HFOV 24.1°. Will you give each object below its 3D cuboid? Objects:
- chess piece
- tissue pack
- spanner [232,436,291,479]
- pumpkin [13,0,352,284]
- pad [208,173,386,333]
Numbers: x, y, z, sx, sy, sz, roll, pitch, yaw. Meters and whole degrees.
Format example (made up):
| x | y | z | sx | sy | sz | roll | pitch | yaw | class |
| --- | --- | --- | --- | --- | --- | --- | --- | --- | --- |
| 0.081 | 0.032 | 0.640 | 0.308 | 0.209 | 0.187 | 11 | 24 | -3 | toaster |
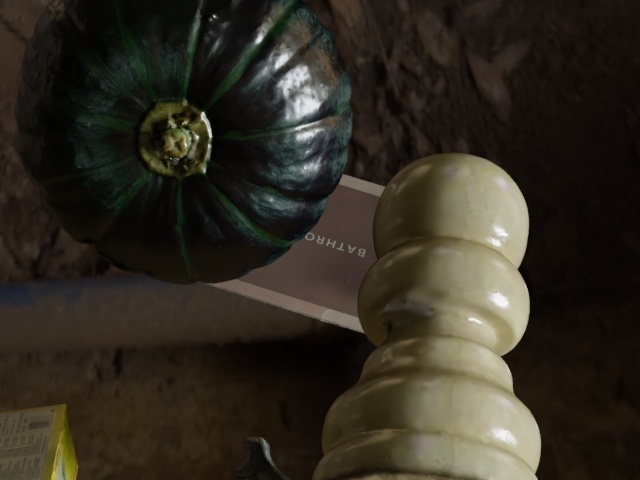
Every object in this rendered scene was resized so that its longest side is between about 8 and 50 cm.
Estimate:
| x | y | z | sx | sy | sz | roll | pitch | yaw | class |
| --- | --- | --- | --- | --- | --- | --- | --- | --- | --- |
| 0.090 | 0.072 | 1.137 | 0.167 | 0.300 | 0.167 | 6 | 148 | 4 | chess piece |
| -0.239 | 0.192 | 1.123 | 0.095 | 0.176 | 0.062 | -7 | 110 | -3 | tissue pack |
| -0.015 | 0.269 | 1.511 | 0.015 | 0.254 | 0.054 | 34 | 89 | -41 | spanner |
| -0.079 | -0.070 | 0.864 | 0.202 | 0.140 | 0.202 | 1 | 112 | 1 | pumpkin |
| 0.000 | 0.000 | 1.383 | 0.266 | 0.176 | 0.002 | 17 | 140 | 3 | pad |
